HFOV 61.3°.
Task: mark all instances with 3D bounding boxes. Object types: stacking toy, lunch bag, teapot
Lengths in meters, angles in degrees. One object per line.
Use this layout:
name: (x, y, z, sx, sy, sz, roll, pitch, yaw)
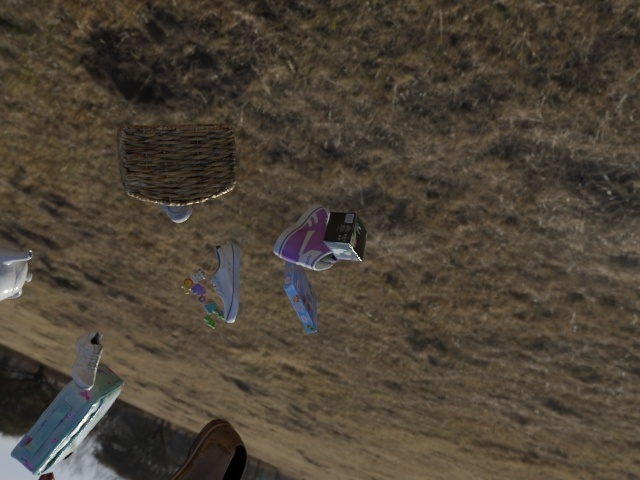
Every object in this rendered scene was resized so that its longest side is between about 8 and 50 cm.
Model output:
stacking toy: (-0.434, 0.220, 2.037, 0.221, 0.052, 0.167, 55, 147, 0)
lunch bag: (-0.651, 0.466, 1.402, 0.107, 0.279, 0.224, 38, 179, -1)
teapot: (-1.133, 0.116, 1.923, 0.186, 0.253, 0.256, 16, -176, -29)

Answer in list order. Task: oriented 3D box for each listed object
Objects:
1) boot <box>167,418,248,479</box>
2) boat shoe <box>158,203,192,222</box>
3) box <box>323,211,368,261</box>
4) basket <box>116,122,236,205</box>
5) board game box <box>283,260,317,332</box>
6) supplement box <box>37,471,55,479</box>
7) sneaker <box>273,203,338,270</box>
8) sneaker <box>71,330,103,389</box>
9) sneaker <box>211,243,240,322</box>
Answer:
boot: (-0.254, 0.530, 1.107, 0.112, 0.306, 0.115, 33, 172, -40)
boat shoe: (-0.515, -0.129, 1.827, 0.227, 0.079, 0.081, 31, 169, 46)
box: (0.048, -0.006, 0.988, 0.052, 0.062, 0.083, 5, 156, 24)
basket: (-0.393, -0.210, 1.477, 0.298, 0.214, 0.223, -6, -167, -22)
board game box: (-0.062, 0.169, 1.745, 0.039, 0.160, 0.212, -15, 124, 11)
supplement box: (-0.931, 0.833, 1.828, 0.043, 0.055, 0.083, -11, -169, -10)
sneaker: (0.000, 0.001, 1.498, 0.160, 0.282, 0.102, 24, 124, 12)
sneaker: (-0.546, 0.277, 1.271, 0.061, 0.152, 0.053, -34, 138, 17)
sneaker: (-0.315, 0.139, 1.772, 0.091, 0.259, 0.094, 3, 170, -19)
